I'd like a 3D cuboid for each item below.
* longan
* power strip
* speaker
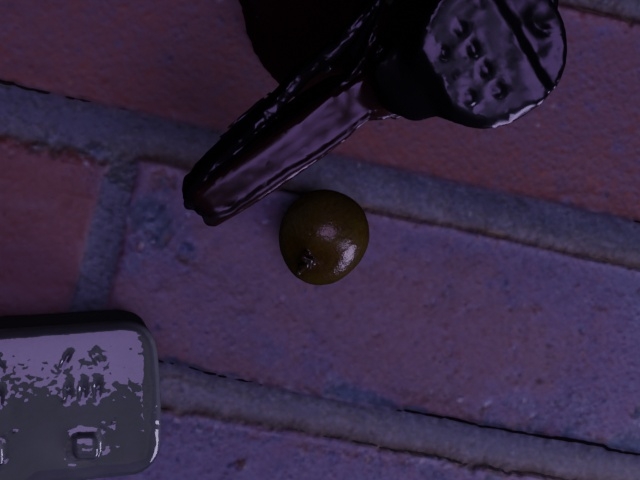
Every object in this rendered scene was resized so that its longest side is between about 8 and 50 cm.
[{"bbox_3d":[0.000,0.000,1.351,0.075,0.083,0.075,12,126,18],"label":"longan"},{"bbox_3d":[-0.254,0.155,1.344,0.265,0.059,0.193,-4,104,-12],"label":"power strip"},{"bbox_3d":[0.020,-0.143,1.203,0.259,0.329,0.198,-9,106,-4],"label":"speaker"}]
